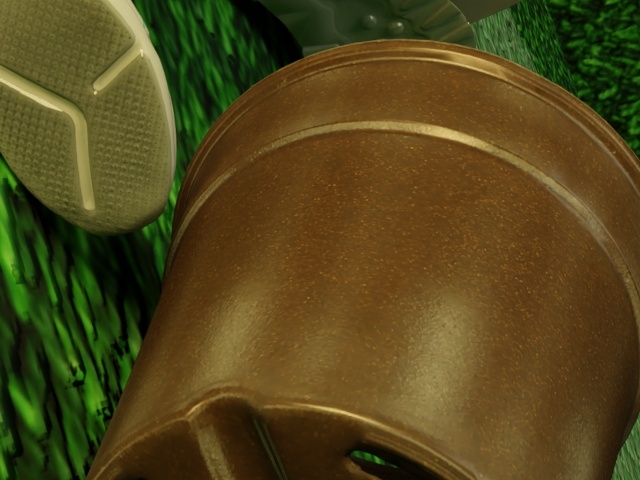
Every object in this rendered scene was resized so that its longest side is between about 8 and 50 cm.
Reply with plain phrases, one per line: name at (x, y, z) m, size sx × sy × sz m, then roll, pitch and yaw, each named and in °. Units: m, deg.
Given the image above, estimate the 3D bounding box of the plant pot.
plant pot at (0.015, 0.052, 0.450) m, size 0.167 × 0.167 × 0.165 m, roll 64°, pitch 24°, yaw -22°

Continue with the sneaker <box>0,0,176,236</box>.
sneaker at (-0.079, -0.075, 0.460) m, size 0.061 × 0.053 × 0.152 m, roll -65°, pitch 133°, yaw -72°

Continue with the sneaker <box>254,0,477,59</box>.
sneaker at (0.010, -0.135, 0.791) m, size 0.235 × 0.090 × 0.095 m, roll 53°, pitch 13°, yaw -50°

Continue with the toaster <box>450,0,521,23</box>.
toaster at (0.056, -0.201, 0.871) m, size 0.186 × 0.168 × 0.110 m, roll 62°, pitch 20°, yaw -24°
